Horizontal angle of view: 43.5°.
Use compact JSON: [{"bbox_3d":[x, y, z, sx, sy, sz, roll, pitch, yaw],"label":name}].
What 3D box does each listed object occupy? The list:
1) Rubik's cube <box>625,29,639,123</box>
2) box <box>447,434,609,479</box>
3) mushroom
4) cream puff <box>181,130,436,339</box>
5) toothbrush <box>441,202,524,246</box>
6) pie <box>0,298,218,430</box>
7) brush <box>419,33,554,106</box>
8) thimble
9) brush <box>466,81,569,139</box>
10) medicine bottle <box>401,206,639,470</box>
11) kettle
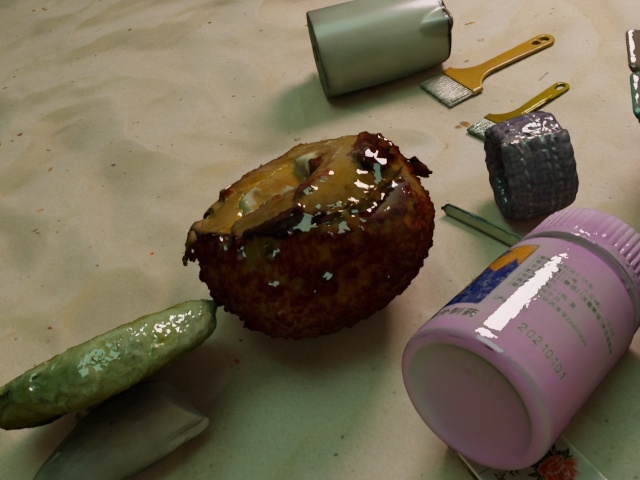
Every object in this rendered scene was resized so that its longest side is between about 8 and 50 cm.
[{"bbox_3d":[0.583,-0.214,1.020,0.368,0.358,0.387,-20,54,-14],"label":"Rubik's cube"},{"bbox_3d":[0.235,0.257,0.864,0.109,0.029,0.198,-28,42,-13],"label":"box"},{"bbox_3d":[-0.270,0.273,0.966,0.270,0.103,0.118,-42,49,-15],"label":"mushroom"},{"bbox_3d":[0.003,0.000,1.070,0.351,0.228,0.350,-26,20,11],"label":"cream puff"},{"bbox_3d":[0.284,0.005,1.128,0.028,0.026,0.294,-25,39,-38],"label":"toothbrush"},{"bbox_3d":[-0.256,0.155,0.994,0.323,0.323,0.070,-25,86,-10],"label":"pie"},{"bbox_3d":[0.323,-0.326,1.489,0.272,0.013,0.103,-27,43,-13],"label":"brush"},{"bbox_3d":[0.300,-0.106,1.155,0.098,0.150,0.150,-13,41,0],"label":"thimble"},{"bbox_3d":[0.351,-0.223,1.368,0.205,0.011,0.083,-34,43,-20],"label":"brush"},{"bbox_3d":[0.241,0.098,0.891,0.178,0.178,0.291,22,42,35],"label":"medicine bottle"},{"bbox_3d":[0.110,-0.385,1.527,0.256,0.165,0.240,-17,13,-1],"label":"kettle"}]
